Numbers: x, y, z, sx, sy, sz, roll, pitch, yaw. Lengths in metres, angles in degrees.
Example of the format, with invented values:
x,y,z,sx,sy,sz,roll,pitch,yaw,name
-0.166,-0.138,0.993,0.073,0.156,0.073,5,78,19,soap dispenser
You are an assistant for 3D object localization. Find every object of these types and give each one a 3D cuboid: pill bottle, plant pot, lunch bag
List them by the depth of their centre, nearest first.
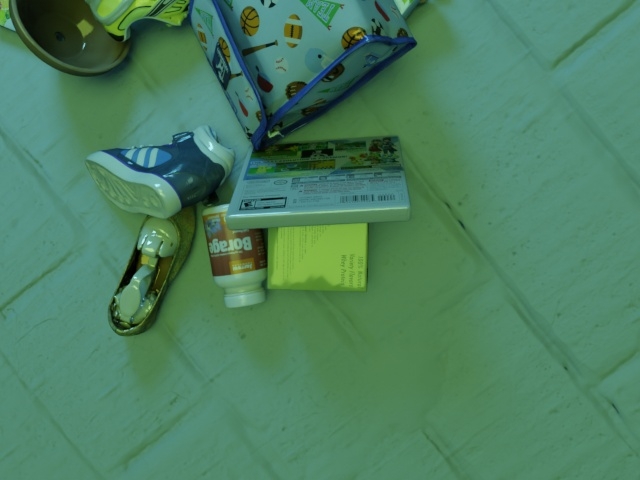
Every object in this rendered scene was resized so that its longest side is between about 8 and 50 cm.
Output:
x,y,z,sx,sy,sz,roll,pitch,yaw,name
-0.075,-0.401,1.063,0.385,0.239,0.327,-28,87,38,lunch bag
-0.537,-0.453,1.162,0.110,0.237,0.237,-11,93,46,plant pot
-0.177,0.029,1.178,0.121,0.121,0.216,-10,92,5,pill bottle

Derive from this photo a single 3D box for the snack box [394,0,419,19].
x,y,z,sx,sy,sz,roll,pitch,yaw,name
0.094,-0.525,1.133,0.207,0.070,0.174,43,111,2,snack box

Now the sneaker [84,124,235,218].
x,y,z,sx,sy,sz,roll,pitch,yaw,name
-0.332,-0.168,1.195,0.323,0.236,0.130,19,138,37,sneaker

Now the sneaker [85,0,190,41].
x,y,z,sx,sy,sz,roll,pitch,yaw,name
-0.299,-0.543,1.160,0.385,0.145,0.147,-19,121,-3,sneaker

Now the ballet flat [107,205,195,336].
x,y,z,sx,sy,sz,roll,pitch,yaw,name
-0.371,0.052,1.199,0.123,0.123,0.348,23,95,3,ballet flat

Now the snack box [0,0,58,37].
x,y,z,sx,sy,sz,roll,pitch,yaw,name
-0.653,-0.509,1.229,0.141,0.037,0.100,23,96,3,snack box

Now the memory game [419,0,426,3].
x,y,z,sx,sy,sz,roll,pitch,yaw,name
0.165,-0.575,1.147,0.186,0.012,0.186,4,107,13,memory game

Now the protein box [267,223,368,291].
x,y,z,sx,sy,sz,roll,pitch,yaw,name
0.000,0.000,1.154,0.201,0.136,0.199,1,93,5,protein box

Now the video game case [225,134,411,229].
x,y,z,sx,sy,sz,roll,pitch,yaw,name
0.001,-0.122,1.082,0.329,0.300,0.036,-3,125,5,video game case
